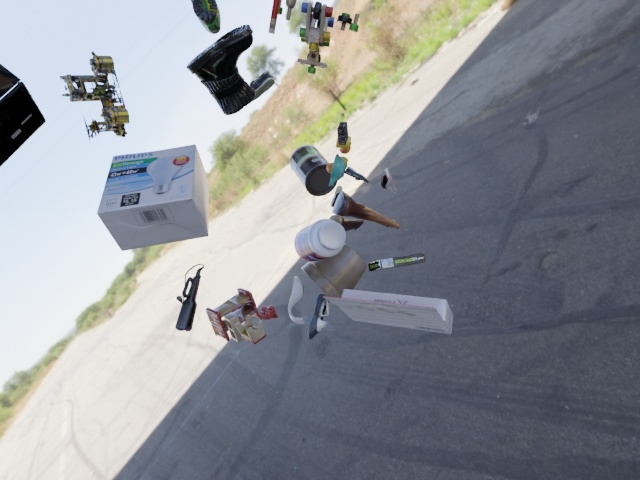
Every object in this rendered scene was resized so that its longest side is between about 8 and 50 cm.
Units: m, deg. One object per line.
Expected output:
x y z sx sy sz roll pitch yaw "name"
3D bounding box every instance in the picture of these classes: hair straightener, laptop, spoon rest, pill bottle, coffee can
-0.434 0.187 1.353 0.089 0.047 0.230 43 -118 -73 "hair straightener"
-0.967 -0.377 1.160 0.264 0.137 0.234 112 -178 -62 "laptop"
-0.131 0.317 2.188 0.084 0.137 0.276 -7 48 3 "spoon rest"
0.000 0.000 1.953 0.181 0.181 0.323 -52 11 -19 "pill bottle"
-0.043 -0.412 2.392 0.201 0.201 0.275 -44 42 10 "coffee can"

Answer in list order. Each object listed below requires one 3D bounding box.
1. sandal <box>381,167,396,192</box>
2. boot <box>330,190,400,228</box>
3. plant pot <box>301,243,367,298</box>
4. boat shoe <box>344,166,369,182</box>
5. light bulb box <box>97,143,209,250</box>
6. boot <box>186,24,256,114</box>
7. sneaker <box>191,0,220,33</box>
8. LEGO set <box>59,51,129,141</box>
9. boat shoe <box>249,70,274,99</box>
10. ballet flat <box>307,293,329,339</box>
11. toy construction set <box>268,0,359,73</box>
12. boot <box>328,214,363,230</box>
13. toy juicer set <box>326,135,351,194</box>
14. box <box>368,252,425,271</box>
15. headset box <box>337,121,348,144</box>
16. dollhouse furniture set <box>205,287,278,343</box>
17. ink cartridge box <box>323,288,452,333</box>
0.390 -0.350 2.409 0.076 0.102 0.265 -17 -20 15 "sandal"
0.183 -0.096 1.628 0.264 0.280 0.096 -156 90 -84 "boot"
0.101 0.179 2.312 0.280 0.323 0.323 -42 15 -5 "plant pot"
0.173 -0.305 1.940 0.038 0.125 0.046 -57 -1 -2 "boat shoe"
-0.661 -0.184 1.679 0.358 0.225 0.361 -10 48 -5 "light bulb box"
-0.339 -0.676 1.642 0.348 0.260 0.131 -13 43 36 "boot"
-0.537 -1.094 1.845 0.134 0.343 0.146 -13 -12 -4 "sneaker"
-0.941 -0.587 1.680 0.192 0.331 0.255 -18 13 -36 "LEGO set"
-0.366 -0.854 2.290 0.233 0.079 0.084 -32 -13 15 "boat shoe"
-0.002 0.332 1.770 0.074 0.074 0.203 -18 54 61 "ballet flat"
-0.056 -0.782 1.577 0.257 0.309 0.237 -132 52 -58 "toy construction set"
0.147 -0.101 2.278 0.207 0.090 0.248 -12 -11 -18 "boot"
0.077 -0.345 1.975 0.209 0.089 0.329 -49 -29 -79 "toy juicer set"
0.313 0.093 1.701 0.191 0.045 0.184 -8 -9 -10 "box"
0.094 -0.443 1.705 0.032 0.083 0.062 7 47 15 "headset box"
-0.319 0.352 1.792 0.201 0.152 0.374 -32 27 -35 "dollhouse furniture set"
0.192 0.178 1.113 0.296 0.261 0.066 2 66 26 "ink cartridge box"
